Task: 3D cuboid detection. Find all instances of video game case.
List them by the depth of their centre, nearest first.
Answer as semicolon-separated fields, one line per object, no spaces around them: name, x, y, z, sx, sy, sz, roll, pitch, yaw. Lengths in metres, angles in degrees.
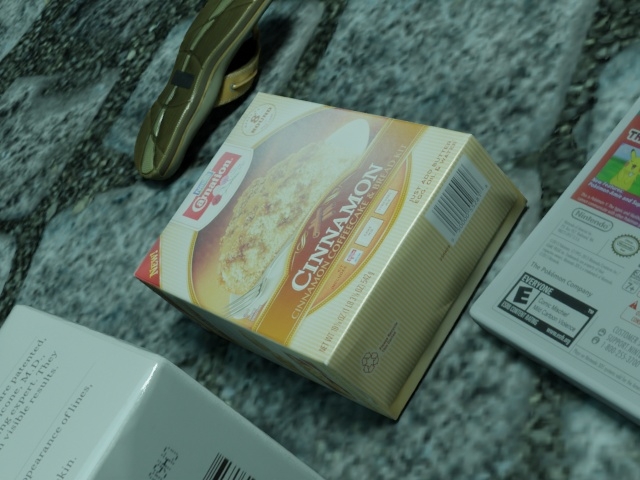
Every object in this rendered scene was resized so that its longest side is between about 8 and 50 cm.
video game case;0.190;0.006;0.536;0.183;0.023;0.201;-51;38;-6

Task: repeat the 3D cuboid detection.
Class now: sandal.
sandal;-0.076;-0.120;0.862;0.180;0.049;0.072;-62;34;3

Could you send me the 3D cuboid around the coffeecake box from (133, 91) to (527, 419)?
coffeecake box;0.000;0.000;0.670;0.185;0.068;0.142;18;71;48

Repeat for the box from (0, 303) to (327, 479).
box;-0.096;0.155;0.532;0.119;0.181;0.182;13;66;47
